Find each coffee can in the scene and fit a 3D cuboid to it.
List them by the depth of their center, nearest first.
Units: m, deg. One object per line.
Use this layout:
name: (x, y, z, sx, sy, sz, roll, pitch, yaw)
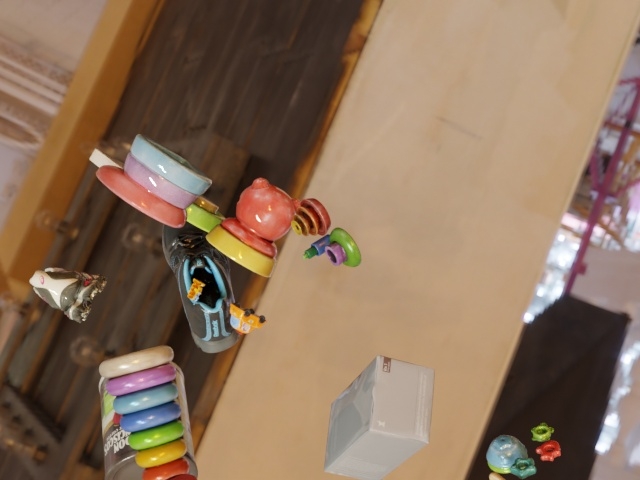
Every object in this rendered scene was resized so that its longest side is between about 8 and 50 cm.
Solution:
coffee can: (-0.393, 0.428, 2.359, 0.201, 0.201, 0.275, 28, -151, -34)

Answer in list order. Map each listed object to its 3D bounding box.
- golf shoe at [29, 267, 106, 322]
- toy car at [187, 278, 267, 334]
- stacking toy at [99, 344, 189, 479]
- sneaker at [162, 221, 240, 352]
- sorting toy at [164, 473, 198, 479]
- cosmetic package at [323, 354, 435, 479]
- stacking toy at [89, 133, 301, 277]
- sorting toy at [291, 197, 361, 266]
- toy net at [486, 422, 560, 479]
golf shoe: (-0.495, 0.093, 2.059, 0.120, 0.105, 0.273, 28, 171, -5)
toy car: (-0.140, 0.103, 1.546, 0.122, 0.040, 0.060, 26, 178, 30)
stacking toy: (-0.305, 0.367, 1.925, 0.141, 0.330, 0.141, -14, 175, -1)
sneaker: (-0.230, 0.046, 2.035, 0.139, 0.125, 0.341, 90, 160, -54)
sorting toy: (-0.181, 0.506, 1.629, 0.365, 0.127, 0.126, 31, 146, 60)
cosmetic package: (0.088, 0.283, 1.630, 0.107, 0.127, 0.238, 16, 151, -14)
stacking toy: (-0.199, -0.093, 1.647, 0.309, 0.130, 0.279, 30, -175, -36)
sorting toy: (0.000, 0.000, 1.206, 0.102, 0.042, 0.061, 50, 156, 17)
toy net: (0.329, 0.382, 1.661, 0.122, 0.045, 0.232, -11, -154, 10)
